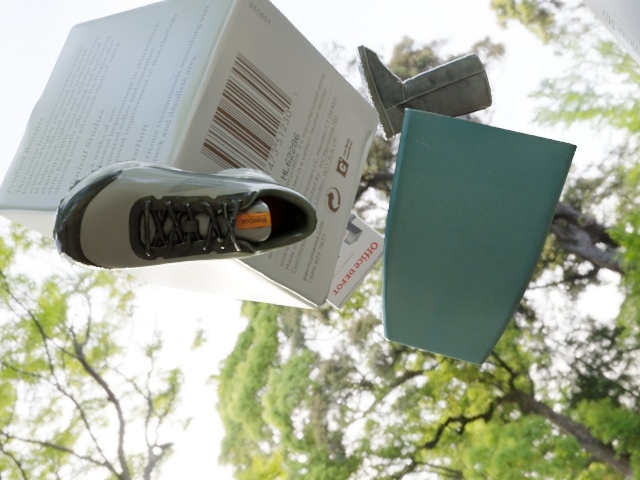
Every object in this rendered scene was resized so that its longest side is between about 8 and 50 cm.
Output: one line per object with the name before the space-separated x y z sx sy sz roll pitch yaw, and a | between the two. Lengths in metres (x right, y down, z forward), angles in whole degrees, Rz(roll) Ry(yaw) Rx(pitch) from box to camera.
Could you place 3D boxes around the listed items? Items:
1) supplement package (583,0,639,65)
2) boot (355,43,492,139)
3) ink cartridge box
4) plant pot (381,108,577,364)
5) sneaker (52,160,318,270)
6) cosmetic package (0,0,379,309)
supplement package | 0.332 -0.315 0.585 0.175 0.177 0.293 -20 -38 2
boot | 0.183 -0.289 1.251 0.208 0.076 0.189 -22 -76 3
ink cartridge box | 0.000 0.000 1.309 0.158 0.218 0.092 -52 2 3
plant pot | 0.148 0.000 0.755 0.165 0.166 0.234 -14 -62 -79
sneaker | -0.118 -0.025 0.677 0.271 0.108 0.100 -9 -74 -41
cosmetic package | -0.189 -0.120 1.034 0.327 0.394 0.329 34 -113 -46
